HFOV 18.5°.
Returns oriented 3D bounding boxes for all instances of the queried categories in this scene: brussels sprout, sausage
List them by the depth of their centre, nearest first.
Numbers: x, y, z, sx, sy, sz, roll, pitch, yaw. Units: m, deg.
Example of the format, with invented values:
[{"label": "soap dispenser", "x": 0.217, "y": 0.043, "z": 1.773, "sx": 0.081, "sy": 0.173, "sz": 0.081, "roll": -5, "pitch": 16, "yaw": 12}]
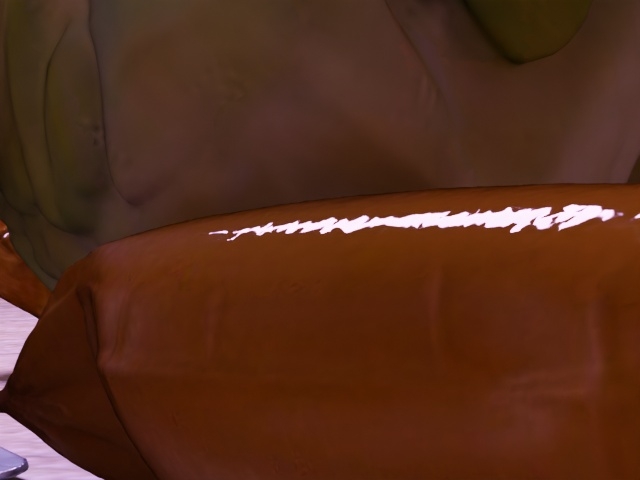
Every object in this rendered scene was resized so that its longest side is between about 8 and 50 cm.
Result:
[{"label": "sausage", "x": 0.022, "y": 0.039, "z": 0.515, "sx": 0.328, "sy": 0.112, "sz": 0.112, "roll": -2, "pitch": 2, "yaw": 44}, {"label": "brussels sprout", "x": 0.013, "y": -0.085, "z": 0.722, "sx": 0.344, "sy": 0.344, "sz": 0.268, "roll": -5, "pitch": -39, "yaw": -43}]

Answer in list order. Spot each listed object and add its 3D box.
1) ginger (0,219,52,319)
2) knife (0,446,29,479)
[{"label": "ginger", "x": -0.023, "y": -0.014, "z": 1.247, "sx": 0.418, "sy": 0.254, "sz": 0.176, "roll": -13, "pitch": 44, "yaw": 3}, {"label": "knife", "x": -0.186, "y": 0.081, "z": 0.857, "sx": 0.063, "sy": 0.035, "sz": 0.260, "roll": -8, "pitch": 6, "yaw": -21}]
